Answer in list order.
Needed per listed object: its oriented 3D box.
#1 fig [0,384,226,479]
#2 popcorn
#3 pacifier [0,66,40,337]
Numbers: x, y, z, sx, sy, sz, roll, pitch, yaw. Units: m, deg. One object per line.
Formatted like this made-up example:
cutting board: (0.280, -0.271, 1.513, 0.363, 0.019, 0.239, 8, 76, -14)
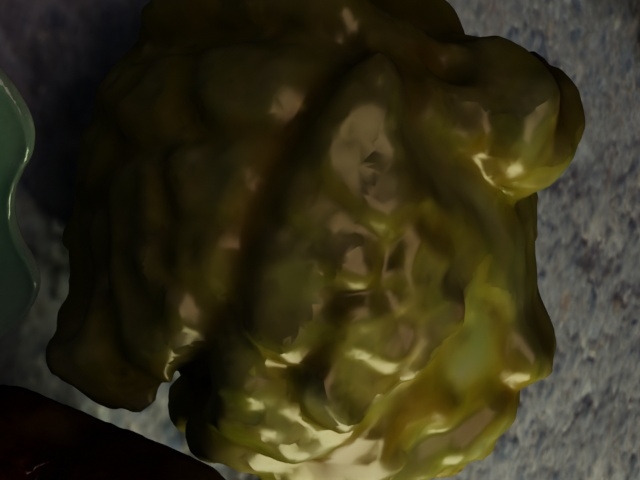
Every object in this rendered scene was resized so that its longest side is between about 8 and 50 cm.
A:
fig: (-0.092, 0.165, 0.597, 0.146, 0.170, 0.274, -61, 154, -25)
popcorn: (0.000, 0.000, 0.621, 0.255, 0.195, 0.256, -42, 115, -27)
pacifier: (-0.159, -0.031, 0.523, 0.117, 0.126, 0.150, -86, 175, -52)
